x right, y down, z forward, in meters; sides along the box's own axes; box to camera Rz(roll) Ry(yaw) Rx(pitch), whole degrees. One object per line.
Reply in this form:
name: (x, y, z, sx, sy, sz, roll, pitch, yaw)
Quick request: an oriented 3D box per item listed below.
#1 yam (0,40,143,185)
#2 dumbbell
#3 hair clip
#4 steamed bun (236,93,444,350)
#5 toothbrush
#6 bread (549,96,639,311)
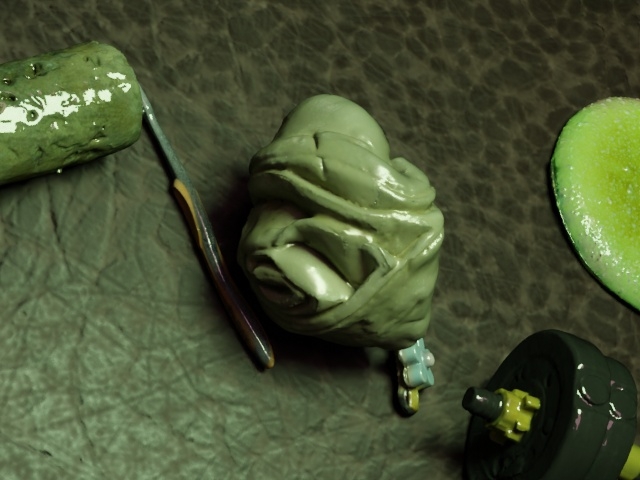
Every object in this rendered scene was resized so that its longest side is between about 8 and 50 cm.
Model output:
yam: (-0.257, -0.103, 1.054, 0.194, 0.107, 0.107, -22, 79, -35)
dumbbell: (0.303, 0.216, 1.163, 0.388, 0.185, 0.185, 24, 57, -18)
hair clip: (0.082, 0.061, 1.198, 0.062, 0.056, 0.214, 22, 50, -59)
steamed bun: (-0.002, -0.002, 1.095, 0.144, 0.218, 0.211, -25, 54, -35)
toothbrush: (-0.119, -0.023, 1.145, 0.031, 0.023, 0.321, -24, 79, -29)
bread: (0.395, -0.046, 1.435, 0.301, 0.045, 0.301, 13, 60, -23)
